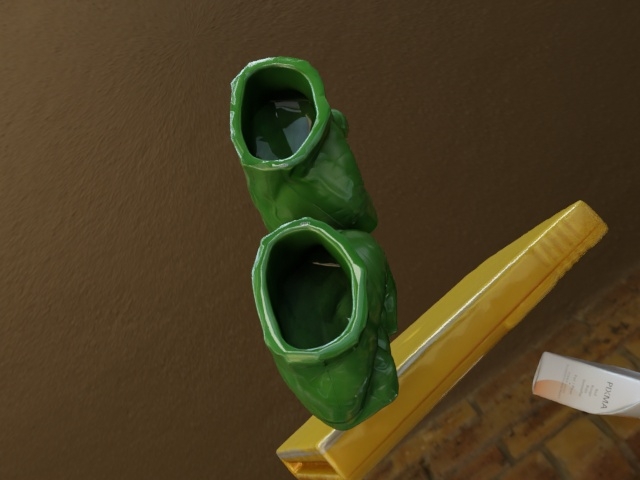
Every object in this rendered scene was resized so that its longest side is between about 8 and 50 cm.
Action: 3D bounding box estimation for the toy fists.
[{"bbox_3d":[0.000,0.000,0.681,0.096,0.142,0.279,-13,-120,2],"label":"toy fists"}]

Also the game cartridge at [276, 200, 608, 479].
[{"bbox_3d":[0.104,0.111,0.882,0.324,0.285,0.052,-39,-95,-16],"label":"game cartridge"}]

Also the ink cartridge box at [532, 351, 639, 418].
[{"bbox_3d":[0.296,0.144,0.774,0.145,0.179,0.045,15,-87,-39],"label":"ink cartridge box"}]
